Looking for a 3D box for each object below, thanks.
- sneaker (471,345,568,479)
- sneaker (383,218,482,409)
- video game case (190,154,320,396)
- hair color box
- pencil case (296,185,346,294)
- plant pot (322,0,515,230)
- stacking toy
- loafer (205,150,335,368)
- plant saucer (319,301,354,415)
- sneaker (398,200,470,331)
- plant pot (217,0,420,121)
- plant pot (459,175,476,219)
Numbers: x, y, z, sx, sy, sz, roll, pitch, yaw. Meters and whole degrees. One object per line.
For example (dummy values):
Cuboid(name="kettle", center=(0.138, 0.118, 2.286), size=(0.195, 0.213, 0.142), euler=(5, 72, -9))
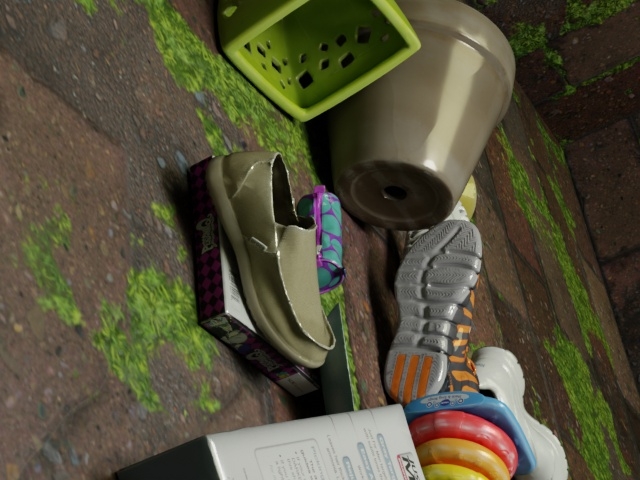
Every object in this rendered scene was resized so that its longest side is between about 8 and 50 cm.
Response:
Cuboid(name="sneaker", center=(0.318, 0.332, 2.165), size=(0.297, 0.111, 0.129), euler=(60, 36, -6))
Cuboid(name="sneaker", center=(0.185, 0.137, 1.936), size=(0.180, 0.124, 0.321), euler=(54, 50, -52))
Cuboid(name="video game case", center=(-0.078, 0.044, 1.524), size=(0.210, 0.042, 0.232), euler=(43, 30, -47))
Cuboid(name="hair color box", center=(-0.018, 0.276, 1.248), size=(0.374, 0.113, 0.185), euler=(4, 64, -59))
Cuboid(name="pencil case", center=(0.000, 0.000, 1.741), size=(0.152, 0.064, 0.070), euler=(-93, 177, -47))
Cuboid(name="plant pot", center=(0.135, -0.179, 2.010), size=(0.323, 0.323, 0.280), euler=(47, 44, -42))
Cuboid(name="stacking toy", center=(0.168, 0.362, 1.683), size=(0.166, 0.175, 0.302), euler=(59, 34, -33))
Cuboid(name="loafer", center=(-0.043, 0.016, 1.444), size=(0.268, 0.092, 0.102), euler=(65, 21, -1))
Cuboid(name="plant saucer", center=(0.020, 0.175, 1.573), size=(0.195, 0.037, 0.195), euler=(171, -90, -90))
Cuboid(name="sneaker", center=(0.177, 0.035, 2.063), size=(0.118, 0.110, 0.292), euler=(22, 59, -43))
Cuboid(name="plant pot", center=(-0.020, -0.350, 1.874), size=(0.228, 0.227, 0.207), euler=(38, 27, -51))
Cuboid(name="plant pot", center=(0.199, -0.079, 2.280), size=(0.095, 0.134, 0.134), euler=(2, 62, -39))
